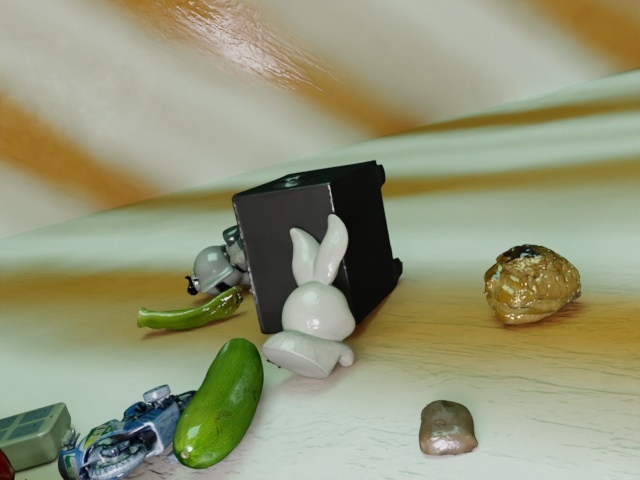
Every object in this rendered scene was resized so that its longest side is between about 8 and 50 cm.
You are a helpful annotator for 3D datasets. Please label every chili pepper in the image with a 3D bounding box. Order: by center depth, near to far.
[{"bbox_3d":[-0.232,0.130,1.533,0.201,0.052,0.050,-11,45,8],"label":"chili pepper"}]

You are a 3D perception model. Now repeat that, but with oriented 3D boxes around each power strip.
[{"bbox_3d":[-0.478,0.294,1.190,0.270,0.046,0.118,-16,15,0],"label":"power strip"}]

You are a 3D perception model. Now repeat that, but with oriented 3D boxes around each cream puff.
[{"bbox_3d":[0.293,0.057,1.192,0.133,0.104,0.119,-5,11,29],"label":"cream puff"}]

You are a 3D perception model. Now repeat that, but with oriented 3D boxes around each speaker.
[{"bbox_3d":[0.000,0.000,1.397,0.184,0.232,0.254,-7,12,23],"label":"speaker"}]

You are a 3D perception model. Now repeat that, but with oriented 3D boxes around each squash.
[{"bbox_3d":[-0.119,0.202,1.091,0.082,0.082,0.292,-12,14,11],"label":"squash"}]

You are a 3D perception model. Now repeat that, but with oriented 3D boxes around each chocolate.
[{"bbox_3d":[0.139,0.200,0.948,0.064,0.031,0.101,-8,14,10],"label":"chocolate"}]

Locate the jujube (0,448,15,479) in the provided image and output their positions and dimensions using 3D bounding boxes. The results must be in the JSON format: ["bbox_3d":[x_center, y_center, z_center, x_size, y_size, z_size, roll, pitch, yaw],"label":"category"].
[{"bbox_3d":[-0.466,0.292,0.936,0.250,0.174,0.174,-31,20,-28],"label":"jujube"}]

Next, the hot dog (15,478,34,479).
[{"bbox_3d":[-0.367,0.323,0.815,0.270,0.082,0.163,-18,53,-28],"label":"hot dog"}]

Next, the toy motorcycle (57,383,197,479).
[{"bbox_3d":[-0.235,0.244,1.054,0.135,0.092,0.254,-21,4,15],"label":"toy motorcycle"}]

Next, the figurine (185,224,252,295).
[{"bbox_3d":[-0.178,0.048,1.656,0.192,0.126,0.147,-30,23,7],"label":"figurine"}]

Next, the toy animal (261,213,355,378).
[{"bbox_3d":[0.003,0.084,1.214,0.103,0.130,0.221,-22,43,52],"label":"toy animal"}]
